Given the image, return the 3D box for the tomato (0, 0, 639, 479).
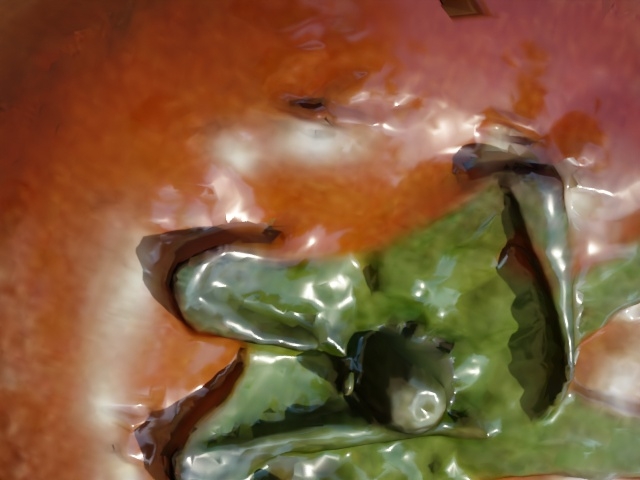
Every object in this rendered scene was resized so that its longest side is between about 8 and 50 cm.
[{"bbox_3d":[0.000,0.000,0.681,0.273,0.341,0.341,-116,-162,-64],"label":"tomato"}]
